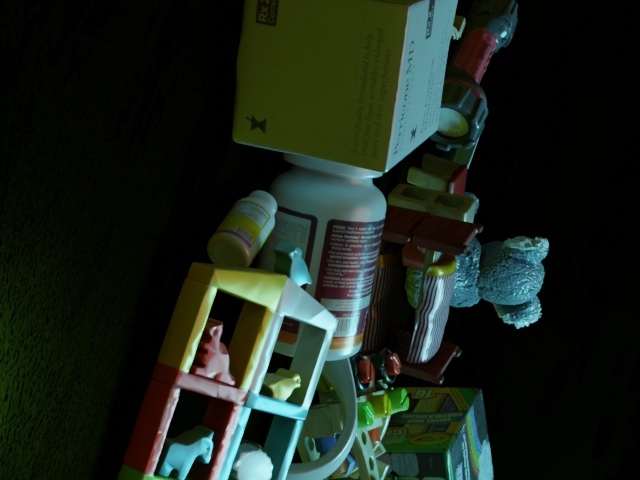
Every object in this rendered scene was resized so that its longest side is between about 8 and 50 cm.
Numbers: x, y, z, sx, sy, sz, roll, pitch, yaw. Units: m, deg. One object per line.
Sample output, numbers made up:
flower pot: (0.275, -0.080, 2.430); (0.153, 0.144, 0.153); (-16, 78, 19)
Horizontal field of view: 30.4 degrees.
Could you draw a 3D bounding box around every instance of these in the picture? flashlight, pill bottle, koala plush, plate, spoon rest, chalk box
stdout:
flashlight: (0.238, -0.270, 1.816); (0.103, 0.103, 0.304); (92, 20, -49)
pill bottle: (0.000, 0.000, 1.188); (0.121, 0.121, 0.221); (-25, 126, -70)
koala plush: (0.268, 0.050, 1.957); (0.203, 0.221, 0.196); (-52, 151, -55)
plate: (0.225, -0.152, 1.927); (0.188, 0.024, 0.188); (-161, -90, -85)
spoon rest: (0.007, 0.142, 1.324); (0.137, 0.084, 0.276); (89, 8, -62)
chalk box: (0.137, 0.359, 1.777); (0.289, 0.179, 0.180); (-39, 123, -63)
pill bottle: (-0.069, -0.011, 1.083); (0.083, 0.043, 0.043); (-59, 156, -47)

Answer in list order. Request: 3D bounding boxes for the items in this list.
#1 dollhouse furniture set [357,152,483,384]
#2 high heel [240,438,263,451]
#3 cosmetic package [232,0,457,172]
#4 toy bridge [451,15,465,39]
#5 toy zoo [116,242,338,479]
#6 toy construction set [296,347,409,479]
dollhouse furniture set: (0.162, 0.028, 1.704); (0.374, 0.152, 0.201); (-43, 143, -63)
high heel: (-0.086, 0.339, 1.195); (0.186, 0.093, 0.261); (78, 12, -69)
cosmetic package: (0.026, -0.167, 1.085); (0.183, 0.151, 0.151); (-43, 142, -63)
toy bridge: (0.186, -0.351, 1.708); (0.188, 0.026, 0.063); (71, 37, -62)
toy zoo: (-0.077, 0.141, 1.048); (0.192, 0.030, 0.293); (25, 81, -51)
toy construction set: (0.040, 0.251, 1.473); (0.327, 0.151, 0.215); (27, 52, -81)
